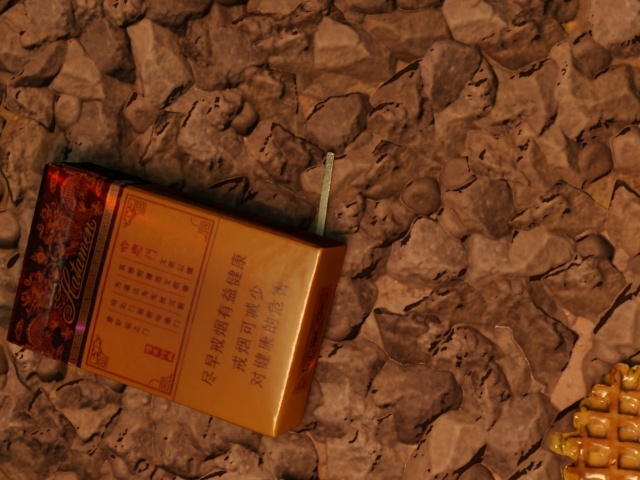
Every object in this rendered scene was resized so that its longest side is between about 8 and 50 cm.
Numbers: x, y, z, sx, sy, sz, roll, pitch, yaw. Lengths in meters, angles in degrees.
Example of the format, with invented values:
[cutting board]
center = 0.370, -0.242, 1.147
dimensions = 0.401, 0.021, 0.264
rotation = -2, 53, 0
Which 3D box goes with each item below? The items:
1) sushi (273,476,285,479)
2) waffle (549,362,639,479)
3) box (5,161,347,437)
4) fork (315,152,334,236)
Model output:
[sushi]
center = 0.041, 0.485, 1.703
dimensions = 0.294, 0.059, 0.292
rotation = 14, 96, 14
[waffle]
center = 0.406, 0.262, 1.542
dimensions = 0.243, 0.059, 0.238
rotation = -35, 60, -21
[box]
center = -0.197, 0.068, 1.704
dimensions = 0.415, 0.116, 0.264
rotation = 16, 98, 18
[fork]
center = 0.000, 0.000, 1.708
dimensions = 0.039, 0.021, 0.235
rotation = 10, 94, 10
